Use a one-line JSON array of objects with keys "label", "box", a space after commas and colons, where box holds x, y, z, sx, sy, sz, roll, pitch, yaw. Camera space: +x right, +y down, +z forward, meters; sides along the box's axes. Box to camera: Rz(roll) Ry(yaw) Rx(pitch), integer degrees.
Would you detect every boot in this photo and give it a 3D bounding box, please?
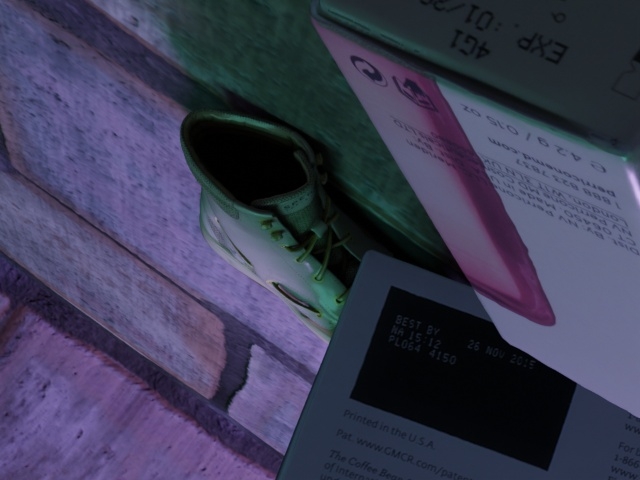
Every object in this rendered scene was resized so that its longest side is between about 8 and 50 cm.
[{"label": "boot", "box": [0.000, 0.000, 1.279, 0.213, 0.077, 0.165, 33, 164, 15]}]

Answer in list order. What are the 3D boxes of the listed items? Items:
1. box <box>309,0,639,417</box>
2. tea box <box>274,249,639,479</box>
[{"label": "box", "box": [0.118, -0.047, 0.651, 0.127, 0.148, 0.232, 28, 164, 33]}, {"label": "tea box", "box": [0.133, 0.193, 1.150, 0.329, 0.220, 0.323, 20, 166, 5]}]
